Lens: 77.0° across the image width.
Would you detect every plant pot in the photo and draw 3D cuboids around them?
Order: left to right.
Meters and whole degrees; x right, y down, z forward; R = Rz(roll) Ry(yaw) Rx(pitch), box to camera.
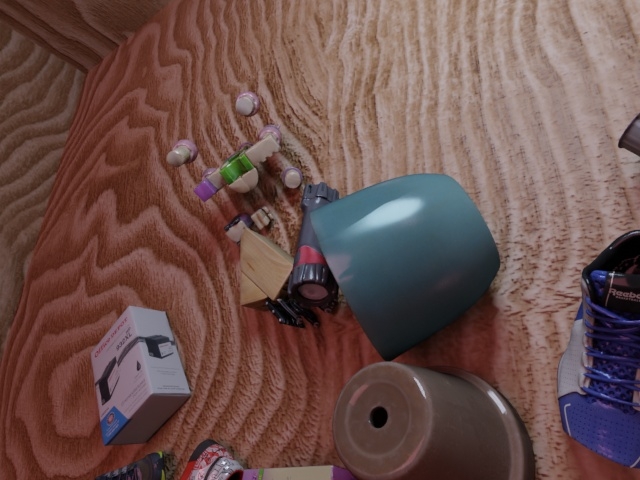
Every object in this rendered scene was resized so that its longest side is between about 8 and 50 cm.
[{"bbox_3d":[0.154,0.023,0.692,0.235,0.293,0.293,-28,56,8],"label":"plant pot"},{"bbox_3d":[0.142,0.285,0.580,0.263,0.229,0.263,-25,42,25],"label":"plant pot"}]

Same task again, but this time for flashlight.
[{"bbox_3d":[0.000,0.000,0.882,0.103,0.103,0.304,-4,44,14],"label":"flashlight"}]

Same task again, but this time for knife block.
[{"bbox_3d":[-0.077,0.077,0.963,0.242,0.088,0.276,-19,61,29],"label":"knife block"}]

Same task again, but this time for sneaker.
[{"bbox_3d":[-0.514,0.640,1.042,0.300,0.121,0.111,-38,53,19],"label":"sneaker"},{"bbox_3d":[-0.265,0.597,0.875,0.145,0.090,0.270,10,67,40],"label":"sneaker"},{"bbox_3d":[0.386,0.120,0.530,0.127,0.182,0.316,12,79,41],"label":"sneaker"}]

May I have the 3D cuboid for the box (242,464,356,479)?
[{"bbox_3d":[-0.037,0.512,0.677,0.243,0.117,0.214,-27,40,36],"label":"box"}]

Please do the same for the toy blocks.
[{"bbox_3d":[-0.218,-0.216,1.142,0.288,0.309,0.260,-34,21,8],"label":"toy blocks"}]

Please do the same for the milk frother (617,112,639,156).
[{"bbox_3d":[0.493,-0.102,0.575,0.143,0.129,0.135,-43,55,7],"label":"milk frother"}]

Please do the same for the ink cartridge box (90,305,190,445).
[{"bbox_3d":[-0.526,0.378,1.154,0.223,0.129,0.307,-47,50,13],"label":"ink cartridge box"}]
